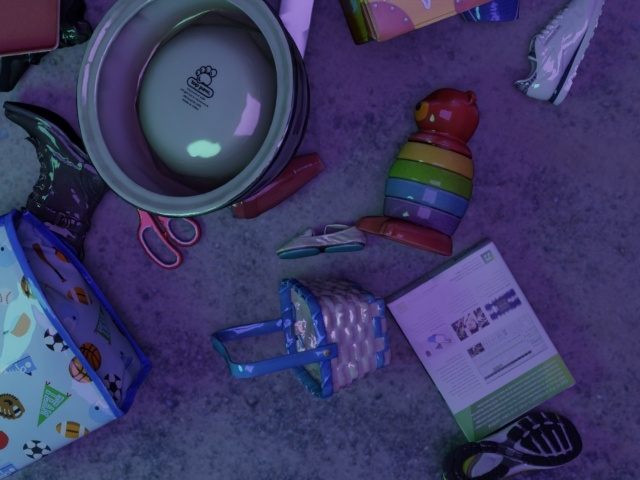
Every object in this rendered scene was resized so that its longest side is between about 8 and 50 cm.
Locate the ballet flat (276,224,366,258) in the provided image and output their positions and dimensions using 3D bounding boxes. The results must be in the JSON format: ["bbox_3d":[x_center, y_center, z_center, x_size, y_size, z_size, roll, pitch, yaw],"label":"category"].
[{"bbox_3d":[0.000,0.000,1.969,0.168,0.057,0.052,-6,71,-5],"label":"ballet flat"}]

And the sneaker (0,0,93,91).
[{"bbox_3d":[-0.481,-0.344,1.867,0.130,0.087,0.227,30,91,0],"label":"sneaker"}]

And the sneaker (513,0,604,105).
[{"bbox_3d":[0.430,-0.362,1.910,0.095,0.090,0.235,23,96,4],"label":"sneaker"}]

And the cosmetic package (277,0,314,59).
[{"bbox_3d":[-0.047,-0.382,1.875,0.061,0.099,0.239,10,98,-5],"label":"cosmetic package"}]

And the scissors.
[{"bbox_3d":[-0.337,-0.080,1.949,0.109,0.021,0.297,-40,99,4],"label":"scissors"}]

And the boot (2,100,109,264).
[{"bbox_3d":[-0.493,-0.099,1.907,0.263,0.091,0.229,33,100,-4],"label":"boot"}]

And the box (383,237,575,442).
[{"bbox_3d":[0.297,0.189,2.004,0.232,0.058,0.322,-31,98,3],"label":"box"}]

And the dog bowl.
[{"bbox_3d":[-0.199,-0.237,1.799,0.408,0.150,0.407,-1,88,23],"label":"dog bowl"}]

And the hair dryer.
[{"bbox_3d":[-0.136,-0.150,1.917,0.294,0.080,0.223,13,96,-6],"label":"hair dryer"}]

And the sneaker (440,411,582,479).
[{"bbox_3d":[0.352,0.408,2.020,0.300,0.121,0.111,-12,67,-17],"label":"sneaker"}]

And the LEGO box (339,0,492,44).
[{"bbox_3d":[0.074,-0.578,1.712,0.193,0.372,0.500,-21,100,0],"label":"LEGO box"}]

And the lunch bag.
[{"bbox_3d":[-0.538,0.170,1.857,0.328,0.239,0.385,-30,105,14],"label":"lunch bag"}]

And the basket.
[{"bbox_3d":[-0.035,0.174,1.886,0.289,0.255,0.201,-7,102,-13],"label":"basket"}]

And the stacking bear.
[{"bbox_3d":[0.198,-0.131,1.902,0.164,0.175,0.289,17,89,-21],"label":"stacking bear"}]

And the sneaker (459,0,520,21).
[{"bbox_3d":[0.276,-0.529,1.824,0.128,0.182,0.315,-8,99,0],"label":"sneaker"}]

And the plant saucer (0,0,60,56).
[{"bbox_3d":[-0.547,-0.424,1.815,0.259,0.048,0.259,-4,78,14],"label":"plant saucer"}]
